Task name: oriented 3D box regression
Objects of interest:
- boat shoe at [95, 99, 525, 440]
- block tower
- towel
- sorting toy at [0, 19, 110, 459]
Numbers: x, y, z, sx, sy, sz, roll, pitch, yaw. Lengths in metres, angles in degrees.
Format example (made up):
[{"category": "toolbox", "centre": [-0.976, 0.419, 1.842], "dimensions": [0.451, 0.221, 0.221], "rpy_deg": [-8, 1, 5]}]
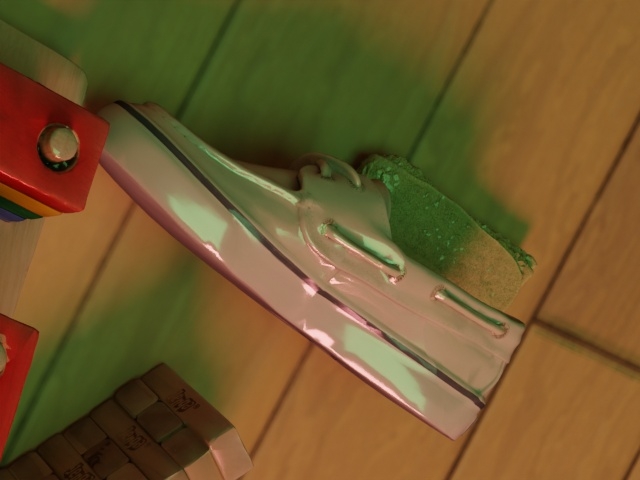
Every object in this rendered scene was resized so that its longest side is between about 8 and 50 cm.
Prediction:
[{"category": "boat shoe", "centre": [0.000, 0.000, 0.878], "dimensions": [0.267, 0.096, 0.088], "rpy_deg": [38, 85, -20]}, {"category": "block tower", "centre": [-0.182, 0.200, 0.863], "dimensions": [0.335, 0.091, 0.097], "rpy_deg": [-34, 123, -16]}, {"category": "towel", "centre": [0.051, 0.024, 0.979], "dimensions": [0.148, 0.027, 0.110], "rpy_deg": [34, 89, -37]}, {"category": "sorting toy", "centre": [-0.218, -0.014, 0.699], "dimensions": [0.255, 0.089, 0.257], "rpy_deg": [29, 68, -36]}]
